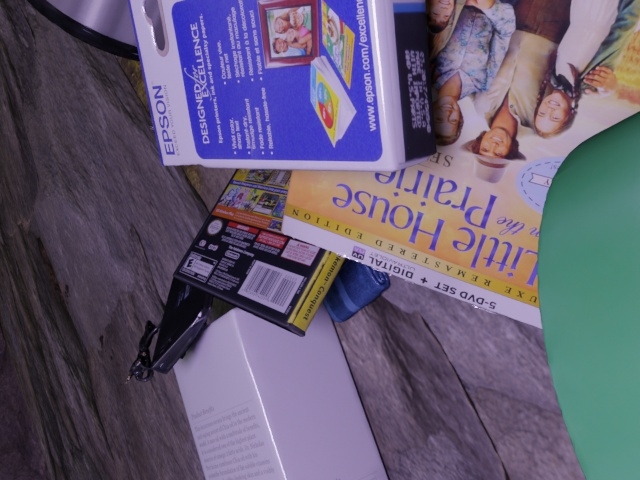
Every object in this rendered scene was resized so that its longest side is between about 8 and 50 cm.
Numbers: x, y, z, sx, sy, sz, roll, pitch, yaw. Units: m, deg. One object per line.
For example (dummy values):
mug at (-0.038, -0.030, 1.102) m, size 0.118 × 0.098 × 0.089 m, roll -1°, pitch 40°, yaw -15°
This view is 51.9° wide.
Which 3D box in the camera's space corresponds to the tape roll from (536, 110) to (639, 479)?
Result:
tape roll at (0.259, 0.066, 0.379) m, size 0.077 × 0.321 × 0.321 m, roll -30°, pitch 74°, yaw 49°

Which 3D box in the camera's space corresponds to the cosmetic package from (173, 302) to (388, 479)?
cosmetic package at (-0.043, 0.324, 0.926) m, size 0.230 × 0.161 × 0.453 m, roll -34°, pitch 72°, yaw 49°

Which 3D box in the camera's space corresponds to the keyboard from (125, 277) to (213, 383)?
keyboard at (-0.221, 0.111, 1.026) m, size 0.201 × 0.033 × 0.317 m, roll -46°, pitch 18°, yaw 12°

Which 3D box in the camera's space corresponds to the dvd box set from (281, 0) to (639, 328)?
dvd box set at (0.143, -0.144, 0.548) m, size 0.307 × 0.062 × 0.420 m, roll 21°, pitch 122°, yaw 12°

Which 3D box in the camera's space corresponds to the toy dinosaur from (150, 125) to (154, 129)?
toy dinosaur at (-0.279, -0.216, 1.203) m, size 0.090 × 0.047 × 0.082 m, roll -26°, pitch 96°, yaw 39°

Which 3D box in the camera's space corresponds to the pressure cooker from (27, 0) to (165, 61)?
pressure cooker at (-0.173, -0.472, 0.764) m, size 0.420 × 0.369 × 0.376 m, roll -43°, pitch 38°, yaw 45°

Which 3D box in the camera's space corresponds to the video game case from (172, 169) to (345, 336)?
video game case at (-0.055, -0.025, 0.861) m, size 0.275 × 0.035 × 0.248 m, roll 15°, pitch 72°, yaw 49°

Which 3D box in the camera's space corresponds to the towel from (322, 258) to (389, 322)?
towel at (0.041, 0.061, 0.875) m, size 0.119 × 0.029 × 0.067 m, roll -44°, pitch 65°, yaw 45°

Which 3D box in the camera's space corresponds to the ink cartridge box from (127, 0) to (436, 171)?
ink cartridge box at (-0.054, -0.213, 0.551) m, size 0.307 × 0.072 × 0.304 m, roll 9°, pitch 112°, yaw 45°
